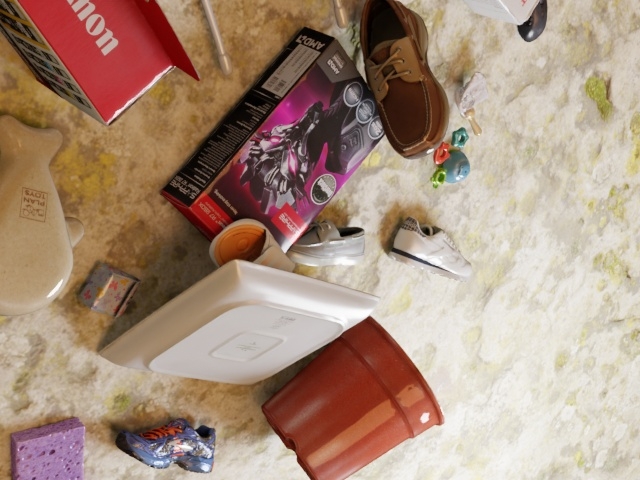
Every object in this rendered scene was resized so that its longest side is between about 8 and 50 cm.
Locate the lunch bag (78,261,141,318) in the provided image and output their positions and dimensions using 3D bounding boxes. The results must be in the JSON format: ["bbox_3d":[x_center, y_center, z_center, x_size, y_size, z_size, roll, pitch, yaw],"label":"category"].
[{"bbox_3d":[-0.325,0.082,1.545,0.071,0.053,0.083,-58,144,0],"label":"lunch bag"}]

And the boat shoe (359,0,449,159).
[{"bbox_3d":[0.121,-0.273,1.601,0.123,0.324,0.116,-29,141,23],"label":"boat shoe"}]

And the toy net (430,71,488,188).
[{"bbox_3d":[0.263,-0.218,1.910,0.122,0.045,0.232,-6,114,-37],"label":"toy net"}]

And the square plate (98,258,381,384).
[{"bbox_3d":[-0.126,0.156,1.616,0.344,0.049,0.347,-33,147,33],"label":"square plate"}]

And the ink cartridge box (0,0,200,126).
[{"bbox_3d":[-0.320,-0.302,1.183,0.130,0.272,0.309,-45,137,-14],"label":"ink cartridge box"}]

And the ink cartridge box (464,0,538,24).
[{"bbox_3d":[0.292,-0.555,1.698,0.306,0.131,0.226,35,87,-47],"label":"ink cartridge box"}]

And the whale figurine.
[{"bbox_3d":[-0.435,-0.031,1.359,0.216,0.141,0.272,12,78,-44],"label":"whale figurine"}]

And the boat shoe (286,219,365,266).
[{"bbox_3d":[0.001,0.000,1.771,0.227,0.079,0.081,0,103,-51],"label":"boat shoe"}]

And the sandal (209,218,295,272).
[{"bbox_3d":[-0.079,0.064,1.607,0.102,0.076,0.265,-44,134,-6],"label":"sandal"}]

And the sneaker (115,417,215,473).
[{"bbox_3d":[-0.269,0.352,1.726,0.221,0.083,0.087,23,82,-50],"label":"sneaker"}]

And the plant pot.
[{"bbox_3d":[0.048,0.318,1.862,0.265,0.272,0.272,-35,131,-11],"label":"plant pot"}]

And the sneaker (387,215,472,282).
[{"bbox_3d":[0.239,0.022,1.985,0.235,0.090,0.094,18,90,-46],"label":"sneaker"}]

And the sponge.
[{"bbox_3d":[-0.449,0.399,1.615,0.117,0.031,0.210,-10,118,-37],"label":"sponge"}]

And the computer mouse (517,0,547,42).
[{"bbox_3d":[0.428,-0.504,1.905,0.071,0.041,0.242,-16,121,-34],"label":"computer mouse"}]

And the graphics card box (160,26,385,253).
[{"bbox_3d":[-0.062,-0.140,1.630,0.371,0.094,0.233,-51,135,-10],"label":"graphics card box"}]

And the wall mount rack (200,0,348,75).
[{"bbox_3d":[-0.077,-0.402,1.425,0.350,0.130,0.304,-23,161,-9],"label":"wall mount rack"}]
